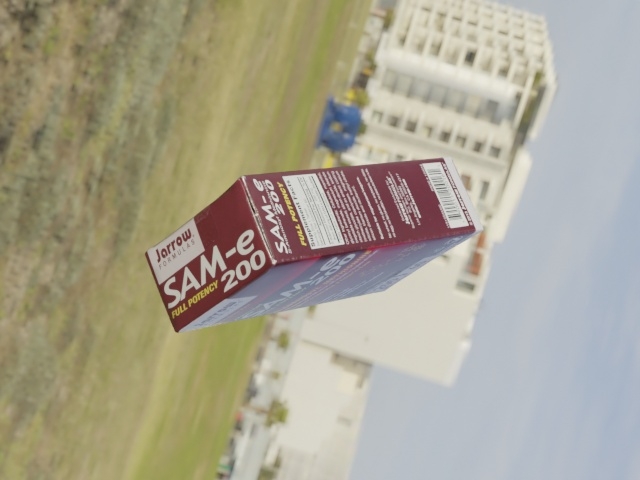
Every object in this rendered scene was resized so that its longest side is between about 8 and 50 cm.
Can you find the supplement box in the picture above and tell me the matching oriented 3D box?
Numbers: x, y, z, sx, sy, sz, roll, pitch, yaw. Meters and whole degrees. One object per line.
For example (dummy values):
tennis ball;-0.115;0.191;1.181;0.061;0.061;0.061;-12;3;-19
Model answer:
supplement box;0.000;0.000;0.995;0.130;0.239;0.073;-35;-108;42
